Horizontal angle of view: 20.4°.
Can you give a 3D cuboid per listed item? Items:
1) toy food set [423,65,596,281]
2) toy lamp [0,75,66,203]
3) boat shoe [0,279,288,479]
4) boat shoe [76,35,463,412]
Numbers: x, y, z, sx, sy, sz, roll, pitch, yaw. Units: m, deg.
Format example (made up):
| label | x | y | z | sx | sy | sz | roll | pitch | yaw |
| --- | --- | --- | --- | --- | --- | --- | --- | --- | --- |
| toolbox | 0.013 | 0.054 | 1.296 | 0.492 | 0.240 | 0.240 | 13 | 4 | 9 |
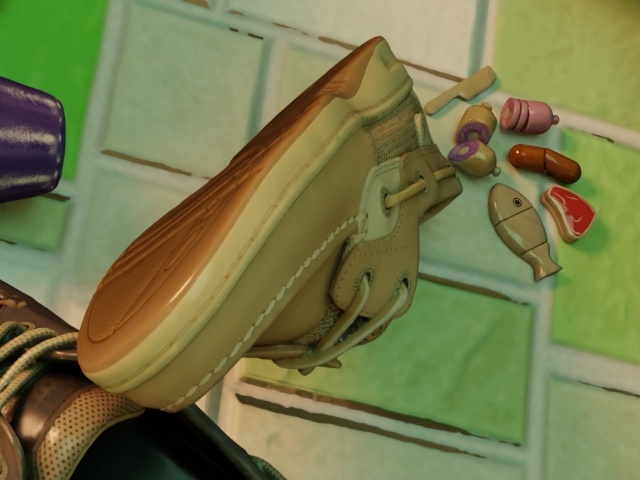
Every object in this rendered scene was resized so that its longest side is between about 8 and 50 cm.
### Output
| label | x | y | z | sx | sy | sz | roll | pitch | yaw |
| --- | --- | --- | --- | --- | --- | --- | --- | --- | --- |
| toy food set | 0.117 | -0.044 | 1.016 | 0.078 | 0.019 | 0.122 | -33 | 83 | -30 |
| toy lamp | -0.259 | -0.056 | 0.838 | 0.274 | 0.080 | 0.080 | 5 | 66 | -19 |
| boat shoe | -0.120 | 0.085 | 0.800 | 0.355 | 0.130 | 0.132 | 33 | 60 | -6 |
| boat shoe | 0.000 | 0.000 | 0.829 | 0.110 | 0.121 | 0.341 | 51 | 29 | -7 |
